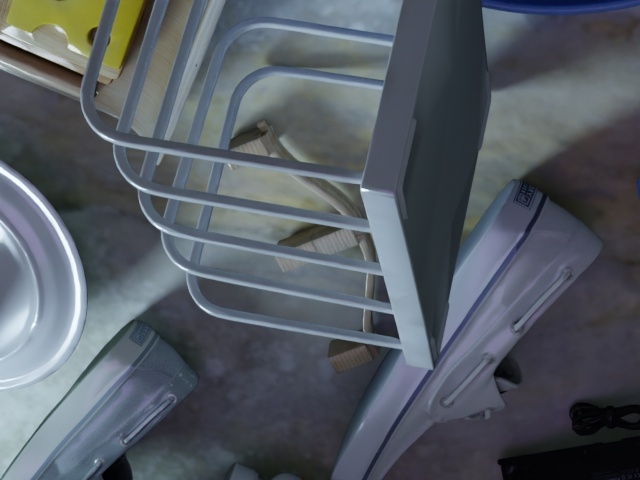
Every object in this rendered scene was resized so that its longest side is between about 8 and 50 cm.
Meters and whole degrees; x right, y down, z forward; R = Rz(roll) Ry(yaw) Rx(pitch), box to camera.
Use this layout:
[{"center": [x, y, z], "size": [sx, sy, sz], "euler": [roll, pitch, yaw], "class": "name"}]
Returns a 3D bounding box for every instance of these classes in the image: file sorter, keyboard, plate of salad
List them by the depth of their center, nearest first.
[{"center": [-0.007, -0.072, 1.044], "size": [0.173, 0.192, 0.277], "euler": [9, 160, 12], "class": "file sorter"}, {"center": [0.209, 0.161, 1.257], "size": [0.180, 0.023, 0.108], "euler": [-14, 81, 30], "class": "keyboard"}, {"center": [-0.250, 0.015, 1.278], "size": [0.200, 0.048, 0.199], "euler": [9, 119, 17], "class": "plate of salad"}]

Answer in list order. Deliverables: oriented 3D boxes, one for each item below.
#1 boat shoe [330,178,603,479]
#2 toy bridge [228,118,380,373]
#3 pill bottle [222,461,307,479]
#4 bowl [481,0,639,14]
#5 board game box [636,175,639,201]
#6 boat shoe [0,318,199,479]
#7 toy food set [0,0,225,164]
[{"center": [0.095, 0.082, 1.225], "size": [0.084, 0.095, 0.258], "euler": [32, 118, -2], "class": "boat shoe"}, {"center": [0.000, 0.000, 1.239], "size": [0.063, 0.026, 0.188], "euler": [-20, 111, 16], "class": "toy bridge"}, {"center": [-0.008, 0.221, 1.316], "size": [0.152, 0.086, 0.086], "euler": [27, 118, -4], "class": "pill bottle"}, {"center": [0.139, -0.323, 1.026], "size": [0.391, 0.077, 0.391], "euler": [4, 117, 8], "class": "bowl"}, {"center": [0.286, -0.047, 1.164], "size": [0.133, 0.033, 0.168], "euler": [31, 115, 1], "class": "board game box"}, {"center": [-0.170, 0.158, 1.317], "size": [0.081, 0.079, 0.227], "euler": [38, 113, -5], "class": "boat shoe"}, {"center": [-0.204, -0.195, 1.139], "size": [0.306, 0.092, 0.219], "euler": [23, 117, -1], "class": "toy food set"}]
